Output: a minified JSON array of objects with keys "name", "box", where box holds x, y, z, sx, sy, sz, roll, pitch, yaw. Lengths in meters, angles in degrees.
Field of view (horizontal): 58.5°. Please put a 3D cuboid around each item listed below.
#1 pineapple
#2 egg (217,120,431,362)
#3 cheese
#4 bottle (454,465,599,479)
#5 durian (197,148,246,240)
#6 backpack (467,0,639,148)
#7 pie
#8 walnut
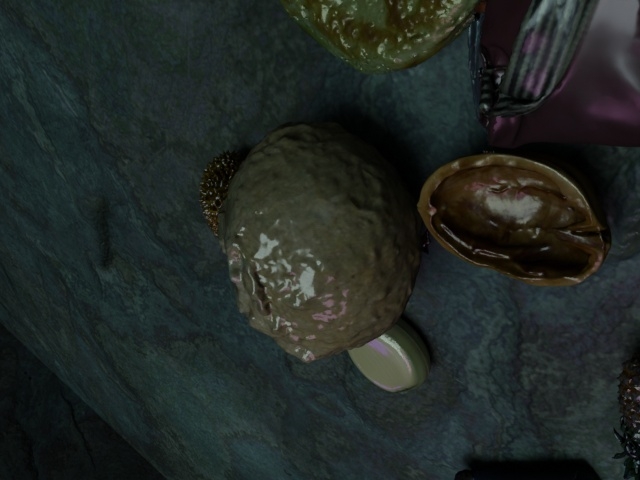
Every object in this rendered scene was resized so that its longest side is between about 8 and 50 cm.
[{"name":"pineapple","box":[0.405,0.216,0.679,0.103,0.083,0.221,11,130,37]},{"name":"egg","box":[0.000,0.000,0.739,0.279,0.279,0.310,-3,104,44]},{"name":"cheese","box":[0.083,0.149,0.934,0.227,0.064,0.137,51,137,-5]},{"name":"bottle","box":[0.319,0.399,0.914,0.082,0.072,0.244,45,142,-11]},{"name":"durian","box":[-0.119,-0.052,0.905,0.158,0.137,0.168,36,135,47]},{"name":"backpack","box":[0.232,-0.214,0.396,0.283,0.197,0.317,11,127,39]},{"name":"pie","box":[0.045,-0.315,0.590,0.303,0.067,0.302,23,133,28]},{"name":"walnut","box":[0.220,-0.041,0.635,0.211,0.087,0.167,18,138,35]}]
